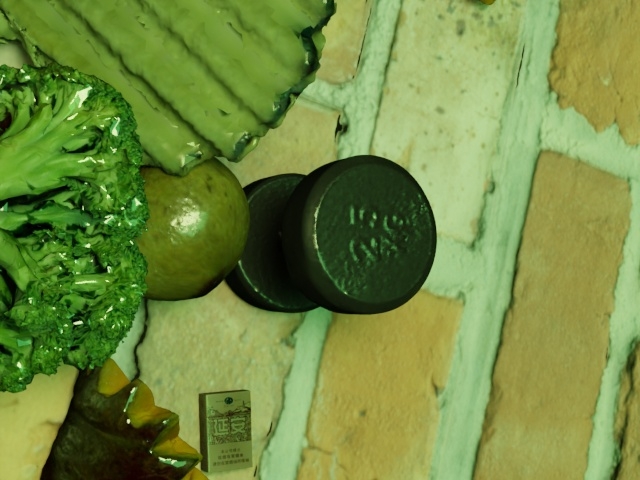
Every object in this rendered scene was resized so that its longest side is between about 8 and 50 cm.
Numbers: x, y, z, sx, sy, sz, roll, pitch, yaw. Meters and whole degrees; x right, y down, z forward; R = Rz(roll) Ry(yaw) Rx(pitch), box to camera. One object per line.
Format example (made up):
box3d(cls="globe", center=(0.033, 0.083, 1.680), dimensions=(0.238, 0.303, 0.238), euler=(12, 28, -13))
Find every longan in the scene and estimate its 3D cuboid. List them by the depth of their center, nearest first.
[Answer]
box3d(cls="longan", center=(-0.150, -0.024, 1.097), dimensions=(0.154, 0.145, 0.176), euler=(-30, 82, -7))

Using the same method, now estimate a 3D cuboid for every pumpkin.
box3d(cls="pumpkin", center=(-0.192, 0.249, 1.078), dimensions=(0.149, 0.130, 0.254), euler=(-35, 106, -25))

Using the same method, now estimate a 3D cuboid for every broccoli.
box3d(cls="broccoli", center=(-0.283, -0.016, 0.945), dimensions=(0.307, 0.275, 0.308), euler=(0, 86, -3))

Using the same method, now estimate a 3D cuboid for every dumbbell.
box3d(cls="dumbbell", center=(0.000, 0.000, 1.139), dimensions=(0.152, 0.218, 0.153), euler=(2, 86, -28))

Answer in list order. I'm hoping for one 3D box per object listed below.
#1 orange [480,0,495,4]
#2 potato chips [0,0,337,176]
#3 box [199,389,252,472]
box3d(cls="orange", center=(0.190, -0.371, 1.321), dimensions=(0.160, 0.112, 0.170), euler=(-15, 84, -28))
box3d(cls="potato chips", center=(-0.151, -0.280, 1.031), dimensions=(0.358, 0.070, 0.429), euler=(-45, 78, 8))
box3d(cls="box", center=(-0.101, 0.202, 1.188), dimensions=(0.053, 0.024, 0.083), euler=(-2, 91, -29))
